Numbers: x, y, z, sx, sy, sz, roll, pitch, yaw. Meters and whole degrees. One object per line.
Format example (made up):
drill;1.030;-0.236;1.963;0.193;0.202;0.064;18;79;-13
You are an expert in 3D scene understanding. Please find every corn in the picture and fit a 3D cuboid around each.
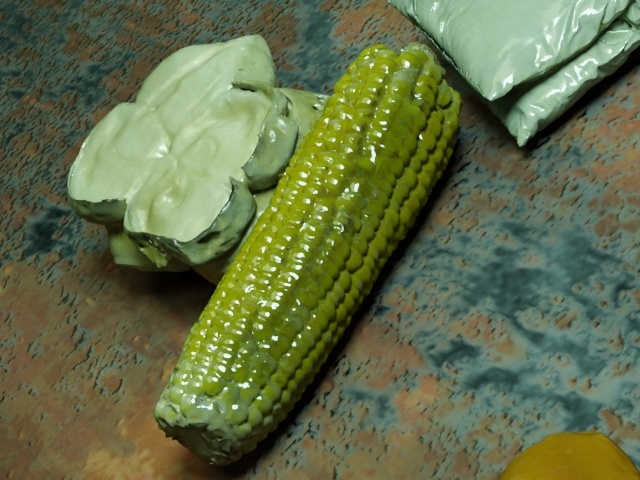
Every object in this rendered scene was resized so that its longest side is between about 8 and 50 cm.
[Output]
corn;0.000;0.000;1.069;0.097;0.097;0.320;4;52;43

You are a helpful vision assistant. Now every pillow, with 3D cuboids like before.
pillow;0.139;-0.150;1.143;0.134;0.078;0.181;-34;35;3

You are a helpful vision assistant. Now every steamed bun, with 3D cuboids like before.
steamed bun;-0.070;-0.051;1.186;0.177;0.106;0.192;13;66;44

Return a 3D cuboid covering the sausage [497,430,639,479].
sausage;0.132;0.173;0.746;0.098;0.098;0.238;-30;33;9
